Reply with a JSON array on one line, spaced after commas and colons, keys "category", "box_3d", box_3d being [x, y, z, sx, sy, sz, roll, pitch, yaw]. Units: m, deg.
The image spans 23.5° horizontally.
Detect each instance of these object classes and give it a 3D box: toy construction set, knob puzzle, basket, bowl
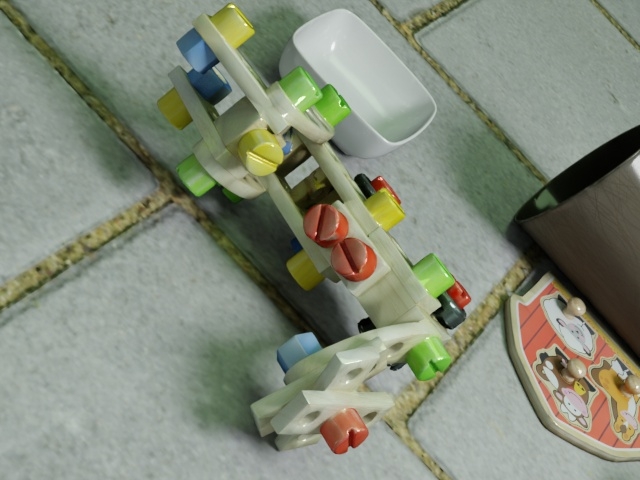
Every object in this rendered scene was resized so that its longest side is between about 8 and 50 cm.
[{"category": "toy construction set", "box_3d": [0.000, 0.000, 1.121, 0.215, 0.151, 0.328, 37, 32, -62]}, {"category": "knob puzzle", "box_3d": [0.239, 0.118, 1.375, 0.213, 0.030, 0.213, 30, 36, -24]}, {"category": "basket", "box_3d": [0.317, 0.023, 1.452, 0.154, 0.204, 0.227, -39, 95, -20]}, {"category": "bowl", "box_3d": [0.029, -0.135, 1.395, 0.142, 0.053, 0.142, 46, 32, 2]}]
